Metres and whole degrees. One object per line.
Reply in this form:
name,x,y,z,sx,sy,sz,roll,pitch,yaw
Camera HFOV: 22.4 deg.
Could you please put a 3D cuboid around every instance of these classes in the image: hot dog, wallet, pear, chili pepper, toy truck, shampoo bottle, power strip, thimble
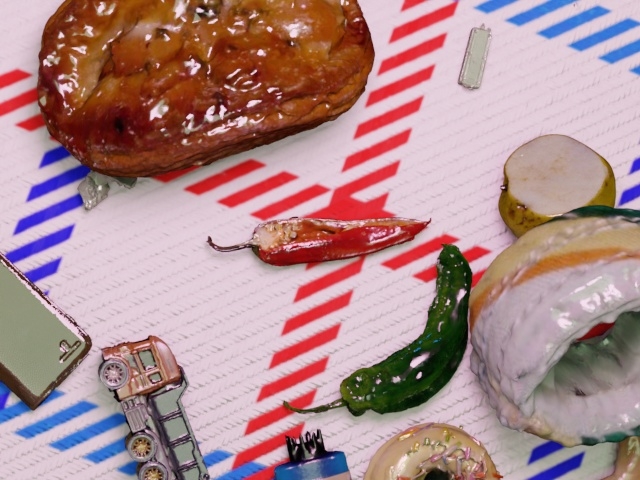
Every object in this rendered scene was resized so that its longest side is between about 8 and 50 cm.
hot dog,-0.132,-0.212,1.818,0.388,0.174,0.267,-18,73,-10
wallet,-0.362,0.089,1.843,0.198,0.031,0.110,45,81,-4
pear,0.279,-0.047,1.909,0.141,0.104,0.141,-3,53,3
chili pepper,0.000,0.000,1.896,0.268,0.059,0.050,-5,126,-11
chili pepper,0.096,0.135,1.893,0.279,0.065,0.122,-44,85,-10
toy truck,-0.186,0.201,1.837,0.092,0.083,0.192,-21,91,-9
shampoo bottle,0.000,0.310,1.873,0.087,0.050,0.183,-13,89,-6
power strip,0.188,-0.222,1.949,0.027,0.017,0.083,15,85,-8
thimble,0.310,0.104,1.833,0.288,0.167,0.254,-29,128,3

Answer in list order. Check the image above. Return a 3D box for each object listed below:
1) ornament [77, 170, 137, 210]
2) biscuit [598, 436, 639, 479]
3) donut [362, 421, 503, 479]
ornament,-0.242,-0.080,1.866,0.092,0.041,0.068,-23,71,0
biscuit,0.379,0.302,1.932,0.164,0.047,0.208,40,82,-3
donut,0.134,0.298,1.886,0.175,0.068,0.174,1,86,-8
